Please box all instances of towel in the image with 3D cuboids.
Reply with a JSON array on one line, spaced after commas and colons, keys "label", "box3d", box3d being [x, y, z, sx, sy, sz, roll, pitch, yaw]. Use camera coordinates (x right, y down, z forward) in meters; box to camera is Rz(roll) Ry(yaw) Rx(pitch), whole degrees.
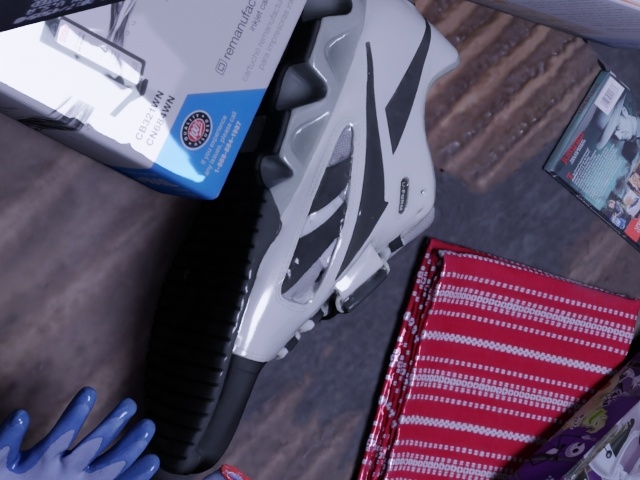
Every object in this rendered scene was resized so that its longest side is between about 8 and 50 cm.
[{"label": "towel", "box3d": [0.119, 0.153, 1.173, 0.199, 0.031, 0.275, 16, 89, -31]}]

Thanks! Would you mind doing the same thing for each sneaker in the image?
[{"label": "sneaker", "box3d": [0.000, 0.000, 1.031, 0.146, 0.122, 0.330, 23, 86, -28]}]

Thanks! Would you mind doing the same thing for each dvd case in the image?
[{"label": "dvd case", "box3d": [0.223, -0.054, 1.210, 0.119, 0.013, 0.087, 36, 79, -29]}]

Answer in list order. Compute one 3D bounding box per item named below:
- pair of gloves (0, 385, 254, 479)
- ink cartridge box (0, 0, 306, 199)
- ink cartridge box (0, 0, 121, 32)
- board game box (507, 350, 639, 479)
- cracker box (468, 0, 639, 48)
[{"label": "pair of gloves", "box3d": [-0.123, 0.165, 0.986, 0.198, 0.023, 0.159, 32, 118, -31]}, {"label": "ink cartridge box", "box3d": [-0.129, -0.132, 0.960, 0.203, 0.086, 0.148, 27, 83, -29]}, {"label": "ink cartridge box", "box3d": [-0.120, -0.275, 0.894, 0.303, 0.072, 0.307, -21, 71, -35]}, {"label": "board game box", "box3d": [0.303, 0.153, 1.249, 0.347, 0.056, 0.208, -40, 120, -23]}, {"label": "cracker box", "box3d": [0.158, -0.180, 1.073, 0.232, 0.155, 0.067, 13, 90, -30]}]
